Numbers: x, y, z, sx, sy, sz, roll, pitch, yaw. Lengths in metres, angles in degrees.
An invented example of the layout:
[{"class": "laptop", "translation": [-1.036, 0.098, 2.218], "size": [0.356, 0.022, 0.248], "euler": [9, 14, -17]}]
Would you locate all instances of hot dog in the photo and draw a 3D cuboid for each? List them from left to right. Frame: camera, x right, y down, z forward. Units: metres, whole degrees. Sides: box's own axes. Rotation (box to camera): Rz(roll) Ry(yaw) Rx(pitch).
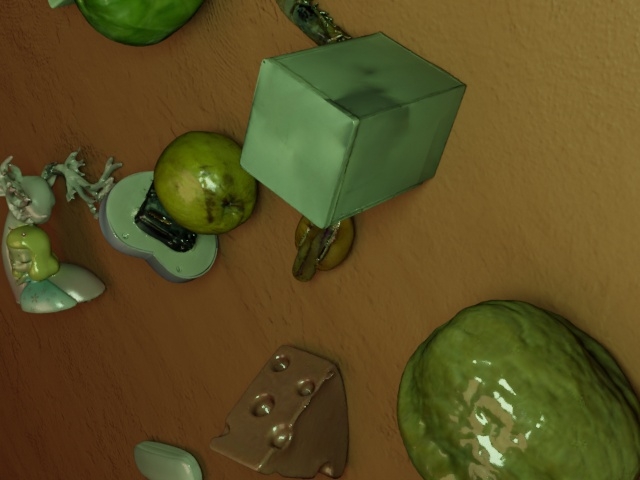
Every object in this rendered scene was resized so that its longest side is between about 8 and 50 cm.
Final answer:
[{"class": "hot dog", "translation": [-0.001, -0.002, 1.314], "size": [0.090, 0.060, 0.140], "euler": [56, 141, 17]}]

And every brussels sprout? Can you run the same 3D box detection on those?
[{"class": "brussels sprout", "translation": [-0.259, -0.395, 1.300], "size": [0.244, 0.244, 0.244], "euler": [21, 121, 38]}]

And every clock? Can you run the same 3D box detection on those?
[{"class": "clock", "translation": [-0.239, -0.038, 1.468], "size": [0.198, 0.172, 0.064], "euler": [35, 143, -23]}]

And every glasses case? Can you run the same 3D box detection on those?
[{"class": "glasses case", "translation": [-0.299, 0.438, 1.819], "size": [0.193, 0.049, 0.074], "euler": [1, 108, 46]}]

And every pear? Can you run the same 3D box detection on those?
[{"class": "pear", "translation": [-0.170, -0.085, 1.384], "size": [0.162, 0.148, 0.149], "euler": [39, 131, 31]}]

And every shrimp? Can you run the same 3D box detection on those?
[{"class": "shrimp", "translation": [0.008, -0.319, 1.185], "size": [0.195, 0.035, 0.148], "euler": [49, 133, 20]}]

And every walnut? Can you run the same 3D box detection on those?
[{"class": "walnut", "translation": [0.221, 0.200, 1.050], "size": [0.283, 0.283, 0.227], "euler": [45, 163, 22]}]

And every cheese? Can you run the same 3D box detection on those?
[{"class": "cheese", "translation": [-0.036, 0.297, 1.422], "size": [0.128, 0.203, 0.177], "euler": [11, 144, 40]}]

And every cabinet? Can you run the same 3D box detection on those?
[{"class": "cabinet", "translation": [0.038, -0.135, 1.104], "size": [0.145, 0.206, 0.150], "euler": [38, 131, 27]}]

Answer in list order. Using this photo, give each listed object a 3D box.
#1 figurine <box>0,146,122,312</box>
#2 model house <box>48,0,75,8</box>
[{"class": "figurine", "translation": [-0.487, -0.029, 1.718], "size": [0.284, 0.206, 0.316], "euler": [16, 125, 47]}, {"class": "model house", "translation": [-0.375, -0.451, 1.441], "size": [0.100, 0.127, 0.149], "euler": [-13, 101, 47]}]
